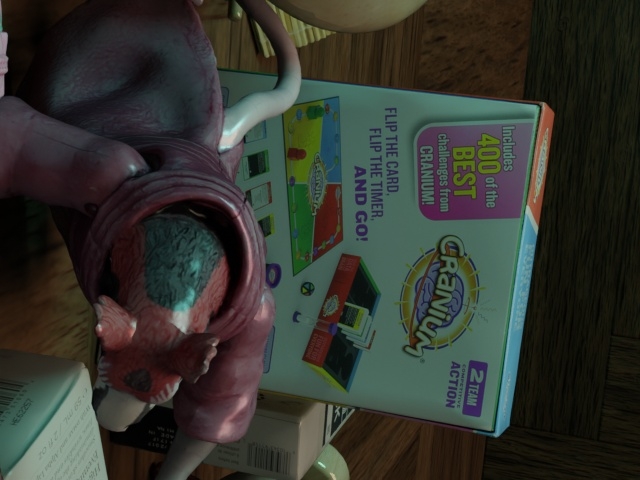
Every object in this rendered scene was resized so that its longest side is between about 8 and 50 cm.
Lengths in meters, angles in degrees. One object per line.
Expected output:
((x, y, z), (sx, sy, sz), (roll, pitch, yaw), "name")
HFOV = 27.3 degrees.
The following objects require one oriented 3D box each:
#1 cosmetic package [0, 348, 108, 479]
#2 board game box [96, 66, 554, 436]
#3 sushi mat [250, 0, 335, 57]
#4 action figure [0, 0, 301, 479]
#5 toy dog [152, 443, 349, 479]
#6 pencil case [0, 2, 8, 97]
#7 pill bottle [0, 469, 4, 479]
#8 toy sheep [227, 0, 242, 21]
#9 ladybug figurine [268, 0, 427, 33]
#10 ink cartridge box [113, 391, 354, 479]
((-0.193, 0.196, 0.853), (0.117, 0.085, 0.231), (-60, 152, -50), "cosmetic package")
((0.000, 0.000, 0.992), (0.064, 0.316, 0.242), (1, 98, -73), "board game box")
((-0.013, -0.297, 1.144), (0.316, 0.151, 0.019), (75, -12, -53), "sushi mat")
((-0.077, -0.004, 0.725), (0.248, 0.275, 0.370), (52, -1, -21), "action figure")
((-0.099, 0.317, 1.191), (0.220, 0.161, 0.334), (-27, 139, -73), "toy dog")
((-0.235, -0.071, 0.489), (0.284, 0.124, 0.124), (-17, 114, -68), "pencil case")
((-0.221, 0.132, 0.661), (0.121, 0.121, 0.221), (-62, 154, -49), "pill bottle")
((-0.067, -0.237, 1.060), (0.091, 0.091, 0.132), (52, 44, -68), "toy sheep")
((0.005, -0.358, 0.840), (0.305, 0.162, 0.449), (1, 72, -45), "ladybug figurine")
((-0.040, 0.107, 1.178), (0.332, 0.165, 0.065), (-40, 136, -64), "ink cartridge box")
